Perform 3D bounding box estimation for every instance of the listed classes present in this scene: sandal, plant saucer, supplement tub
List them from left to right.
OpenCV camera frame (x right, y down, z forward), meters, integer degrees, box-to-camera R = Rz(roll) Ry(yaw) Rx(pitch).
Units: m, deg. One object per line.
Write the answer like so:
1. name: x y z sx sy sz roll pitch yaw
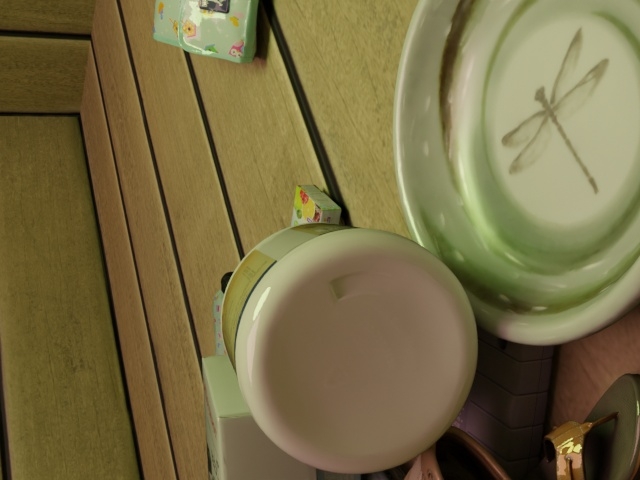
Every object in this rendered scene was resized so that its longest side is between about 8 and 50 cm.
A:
1. supplement tub: 0.011 0.095 0.830 0.316 0.228 0.228 -164 72 -79
2. plant saucer: 0.209 -0.107 0.708 0.400 0.101 0.400 176 90 -65
3. sandal: 0.230 0.205 0.714 0.090 0.060 0.219 -88 21 -46

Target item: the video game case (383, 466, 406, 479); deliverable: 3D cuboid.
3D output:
1. video game case: 0.101 0.395 1.092 0.143 0.019 0.157 -131 44 -52

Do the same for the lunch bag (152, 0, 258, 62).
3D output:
1. lunch bag: -0.200 -0.463 1.447 0.262 0.160 0.223 33 120 46

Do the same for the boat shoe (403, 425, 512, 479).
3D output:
1. boat shoe: 0.182 0.317 0.669 0.341 0.122 0.110 50 146 37

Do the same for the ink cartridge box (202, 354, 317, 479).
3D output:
1. ink cartridge box: -0.086 0.332 1.063 0.223 0.129 0.307 -139 46 -72

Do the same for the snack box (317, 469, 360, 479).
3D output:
1. snack box: 0.006 0.276 1.096 0.174 0.070 0.207 -125 32 -66

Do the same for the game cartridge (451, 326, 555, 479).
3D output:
1. game cartridge: 0.140 0.152 0.937 0.355 0.068 0.230 -150 56 -60

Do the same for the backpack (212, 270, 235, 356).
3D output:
1. backpack: -0.138 0.156 1.446 0.152 0.115 0.182 26 120 58

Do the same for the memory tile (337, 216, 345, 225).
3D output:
1. memory tile: 0.000 0.000 1.255 0.148 0.012 0.113 -147 57 -59

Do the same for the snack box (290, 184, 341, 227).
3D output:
1. snack box: -0.013 -0.006 1.223 0.100 0.037 0.141 -132 45 -53

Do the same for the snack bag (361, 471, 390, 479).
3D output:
1. snack bag: 0.049 0.455 1.118 0.323 0.037 0.342 -141 59 -72
